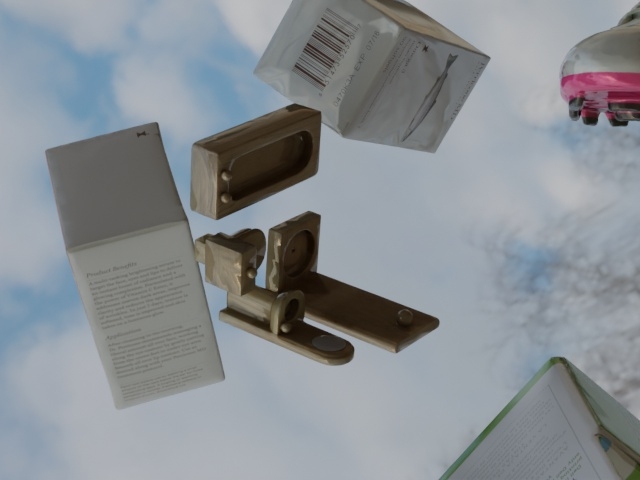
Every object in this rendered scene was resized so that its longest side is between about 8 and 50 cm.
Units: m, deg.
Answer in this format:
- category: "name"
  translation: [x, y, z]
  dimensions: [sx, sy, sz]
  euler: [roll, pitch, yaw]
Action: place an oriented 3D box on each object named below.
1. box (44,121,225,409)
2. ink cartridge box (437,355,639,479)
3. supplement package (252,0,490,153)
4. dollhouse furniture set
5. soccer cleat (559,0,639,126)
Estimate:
- category: "box"
  translation: [-0.142, 0.020, 1.186]
  dimensions: [0.130, 0.091, 0.170]
  euler: [-112, 9, -49]
- category: "ink cartridge box"
  translation: [0.095, 0.179, 0.684]
  dimensions: [0.097, 0.189, 0.255]
  euler: [40, -172, -8]
- category: "supplement package"
  translation: [0.047, -0.148, 1.306]
  dimensions: [0.105, 0.105, 0.179]
  euler: [36, -164, 25]
- category: "dollhouse furniture set"
  translation: [0.000, 0.000, 1.083]
  dimensions: [0.144, 0.123, 0.151]
  euler: [-27, -51, -48]
- category: "soccer cleat"
  translation: [0.272, -0.156, 1.213]
  dimensions: [0.331, 0.116, 0.143]
  euler: [1, -88, -61]
